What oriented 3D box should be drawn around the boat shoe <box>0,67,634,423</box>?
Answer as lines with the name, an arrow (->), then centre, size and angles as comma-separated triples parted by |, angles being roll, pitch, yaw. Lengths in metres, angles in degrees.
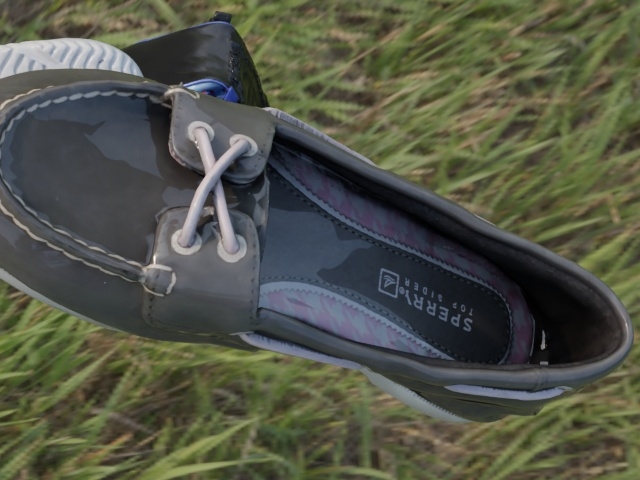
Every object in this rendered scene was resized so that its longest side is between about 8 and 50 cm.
boat shoe -> 0.000, 0.000, 0.699 | 0.335, 0.095, 0.112 | 22, 64, -36

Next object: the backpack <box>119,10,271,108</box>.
backpack -> -0.103, -0.053, 1.160 | 0.158, 0.173, 0.117 | -14, 44, 10

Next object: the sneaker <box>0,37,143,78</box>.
sneaker -> -0.211, -0.069, 1.036 | 0.235, 0.153, 0.094 | -29, 101, 10
